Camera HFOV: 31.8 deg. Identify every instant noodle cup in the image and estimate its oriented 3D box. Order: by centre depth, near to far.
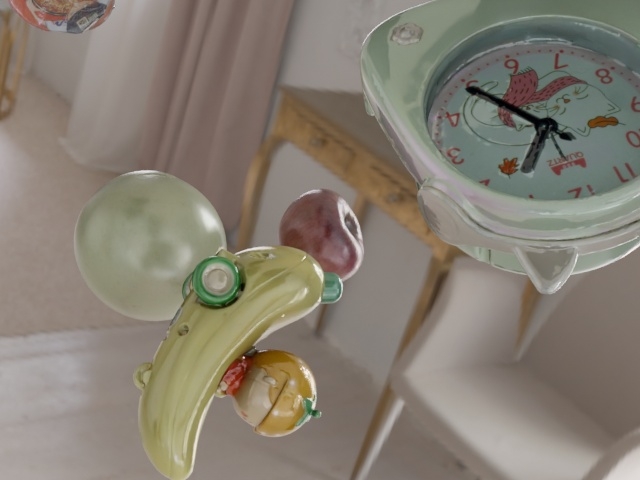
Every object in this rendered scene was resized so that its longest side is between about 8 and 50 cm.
[{"bbox_3d":[-0.287,-0.292,1.288,0.127,0.127,0.136,17,3,-3],"label":"instant noodle cup"}]

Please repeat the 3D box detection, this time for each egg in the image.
[{"bbox_3d":[-0.249,0.010,1.666,0.219,0.219,0.269,24,-8,13],"label":"egg"}]

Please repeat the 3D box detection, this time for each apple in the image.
[{"bbox_3d":[0.000,0.000,1.757,0.120,0.153,0.153,-23,17,15],"label":"apple"}]

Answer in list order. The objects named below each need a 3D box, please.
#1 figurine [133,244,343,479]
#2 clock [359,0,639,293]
[{"bbox_3d":[-0.098,0.153,1.390,0.222,0.324,0.124,30,-15,-9],"label":"figurine"},{"bbox_3d":[0.191,-0.089,0.973,0.265,0.108,0.324,-15,53,-4],"label":"clock"}]
